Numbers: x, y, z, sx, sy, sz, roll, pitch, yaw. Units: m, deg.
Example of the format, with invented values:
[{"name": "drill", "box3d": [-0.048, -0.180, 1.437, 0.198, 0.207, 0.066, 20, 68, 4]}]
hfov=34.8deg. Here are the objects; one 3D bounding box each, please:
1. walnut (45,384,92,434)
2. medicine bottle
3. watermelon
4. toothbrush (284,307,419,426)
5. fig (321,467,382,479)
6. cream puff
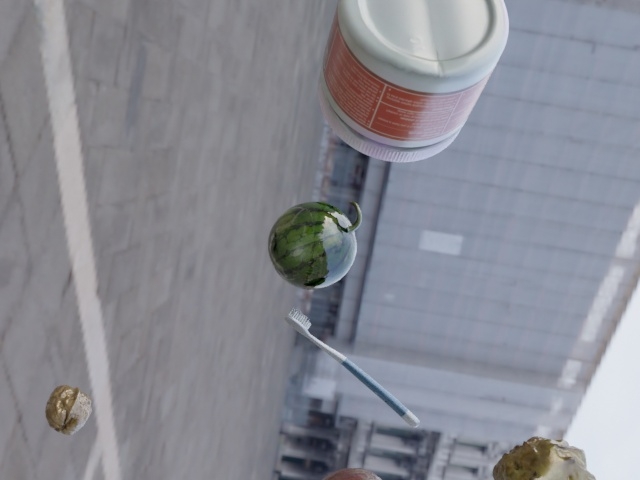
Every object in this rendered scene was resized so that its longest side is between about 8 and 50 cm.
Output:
[{"name": "walnut", "box3d": [-0.459, 0.306, 1.862, 0.082, 0.079, 0.096, -49, -160, 28]}, {"name": "medicine bottle", "box3d": [0.134, -0.284, 1.562, 0.241, 0.252, 0.253, 112, -10, -61]}, {"name": "watermelon", "box3d": [-0.004, 0.005, 1.115, 0.109, 0.109, 0.109, 10, 90, -90]}, {"name": "toothbrush", "box3d": [0.053, 0.201, 1.612, 0.025, 0.275, 0.019, -54, -173, -37]}, {"name": "fig", "box3d": [0.028, 0.383, 1.190, 0.160, 0.143, 0.231, 24, -86, 58]}, {"name": "cream puff", "box3d": [0.154, 0.173, 0.708, 0.083, 0.083, 0.058, -47, 131, -18]}]
